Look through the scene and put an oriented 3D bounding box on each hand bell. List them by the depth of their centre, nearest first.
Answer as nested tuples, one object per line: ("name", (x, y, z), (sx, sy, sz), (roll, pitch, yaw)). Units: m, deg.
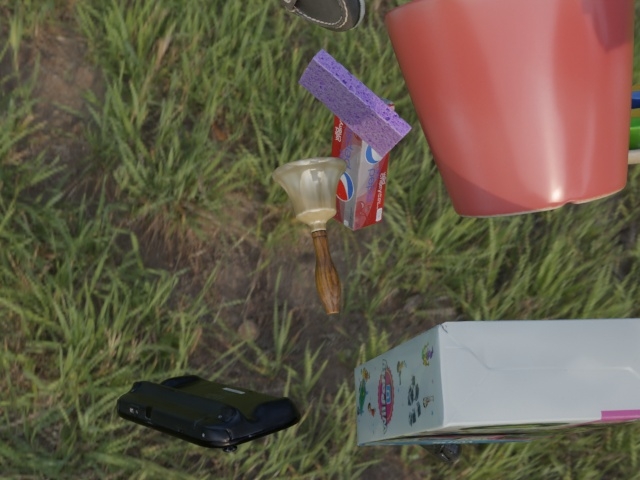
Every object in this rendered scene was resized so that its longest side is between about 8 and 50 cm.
("hand bell", (0.000, 0.000, 1.437), (0.126, 0.126, 0.242), (-4, 77, -23))

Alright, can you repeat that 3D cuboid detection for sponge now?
("sponge", (0.060, -0.241, 1.586), (0.210, 0.117, 0.031), (42, 71, -4))

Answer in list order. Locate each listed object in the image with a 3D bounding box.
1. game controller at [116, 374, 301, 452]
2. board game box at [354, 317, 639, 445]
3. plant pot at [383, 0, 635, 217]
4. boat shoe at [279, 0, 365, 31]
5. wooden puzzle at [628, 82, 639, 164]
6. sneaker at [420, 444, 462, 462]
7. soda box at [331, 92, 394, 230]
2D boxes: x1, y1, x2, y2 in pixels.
("game controller", (-0.174, 0.255, 1.347), (0.166, 0.319, 0.067), (1, 91, -39))
("board game box", (0.178, 0.153, 0.918), (0.223, 0.303, 0.098), (1, 75, -12))
("plant pot", (0.227, -0.163, 1.005), (0.274, 0.275, 0.243), (-15, 98, -29))
("boat shoe", (-0.081, -0.401, 1.226), (0.095, 0.112, 0.335), (-35, 80, -36))
("wooden puzzle", (0.575, -0.237, 1.789), (0.322, 0.081, 0.348), (-5, 24, 26))
("sneaker", (0.165, 0.272, 1.245), (0.089, 0.170, 0.051), (34, 76, 3))
("soda box", (0.078, -0.160, 1.790), (0.083, 0.263, 0.092), (-18, 36, -36))
